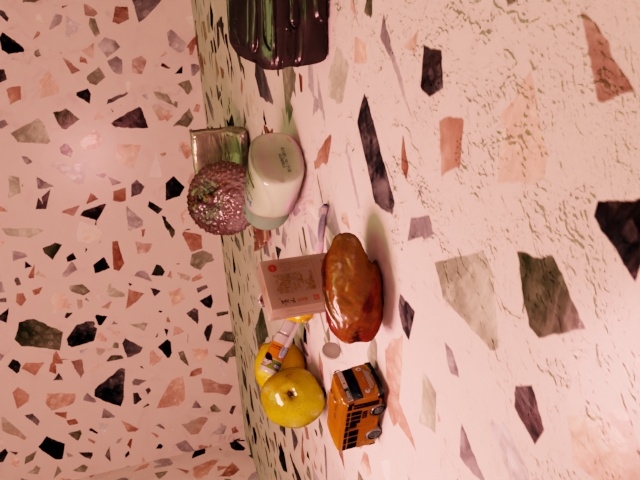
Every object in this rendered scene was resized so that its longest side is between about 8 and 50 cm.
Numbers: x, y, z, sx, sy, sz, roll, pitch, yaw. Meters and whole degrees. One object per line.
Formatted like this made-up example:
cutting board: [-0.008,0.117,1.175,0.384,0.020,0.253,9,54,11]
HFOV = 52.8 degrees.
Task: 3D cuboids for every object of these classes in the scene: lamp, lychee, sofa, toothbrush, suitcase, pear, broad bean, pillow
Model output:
lamp: [0.010,0.220,1.712,0.056,0.050,0.198,104,153,-52]
lychee: [-0.346,-0.155,2.392,0.300,0.300,0.300,171,90,-75]
sofa: [-0.395,-0.341,2.541,0.176,0.225,0.210,-125,32,-66]
toothbrush: [0.000,0.000,1.676,0.269,0.021,0.027,98,152,-47]
suitcase: [-0.098,-0.569,1.437,0.339,0.188,0.345,-137,41,-58]
pear: [-0.084,0.476,1.944,0.198,0.198,0.198,171,90,-75]
broad bean: [0.067,0.097,1.302,0.156,0.122,0.228,-12,-81,-80]
pillow: [-0.227,-0.036,2.447,0.232,0.043,0.126,141,121,-73]

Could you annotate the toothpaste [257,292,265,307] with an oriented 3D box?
toothpaste: [-0.161,0.209,2.322,0.323,0.066,0.100,162,100,-70]

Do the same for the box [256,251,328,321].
box: [-0.040,0.107,1.539,0.058,0.201,0.141,111,146,-54]

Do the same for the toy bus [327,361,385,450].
toy bus: [0.074,0.373,1.443,0.098,0.114,0.201,-116,22,-45]

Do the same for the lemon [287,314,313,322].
lemon: [-0.079,0.157,1.833,0.142,0.142,0.187,101,149,-52]

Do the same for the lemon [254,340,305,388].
lemon: [-0.133,0.416,2.129,0.206,0.174,0.173,-97,7,-56]

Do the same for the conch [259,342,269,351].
conch: [-0.133,0.434,2.311,0.330,0.109,0.093,24,163,49]

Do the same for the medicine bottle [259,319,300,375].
medicine bottle: [-0.112,0.315,2.014,0.092,0.061,0.220,-3,58,64]

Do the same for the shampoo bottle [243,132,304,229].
shampoo bottle: [-0.145,-0.150,1.872,0.349,0.151,0.221,111,144,-64]
